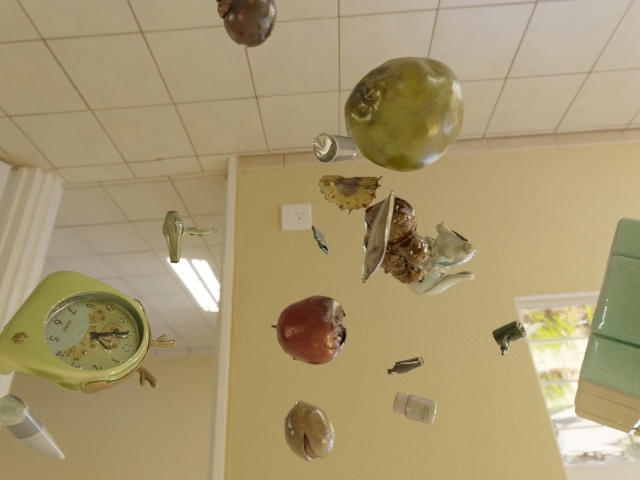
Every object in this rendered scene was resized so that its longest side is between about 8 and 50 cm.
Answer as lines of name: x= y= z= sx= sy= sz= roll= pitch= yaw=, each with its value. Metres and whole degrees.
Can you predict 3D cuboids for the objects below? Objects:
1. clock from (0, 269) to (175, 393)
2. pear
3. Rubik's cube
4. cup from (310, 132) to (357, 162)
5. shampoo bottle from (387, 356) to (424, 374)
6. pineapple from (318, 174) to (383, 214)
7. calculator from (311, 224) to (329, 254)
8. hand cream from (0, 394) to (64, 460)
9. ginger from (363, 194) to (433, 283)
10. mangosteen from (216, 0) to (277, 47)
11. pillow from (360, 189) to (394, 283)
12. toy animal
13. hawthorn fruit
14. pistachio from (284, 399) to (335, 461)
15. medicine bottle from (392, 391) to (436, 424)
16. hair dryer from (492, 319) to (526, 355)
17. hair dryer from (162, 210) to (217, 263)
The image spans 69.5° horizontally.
clock: x=-0.470 y=0.209 z=0.962 sx=0.308 sy=0.235 sz=0.096 roll=26 pitch=128 yaw=-13
pear: x=0.261 y=-0.373 z=1.403 sx=0.414 sy=0.351 sz=0.352 roll=-4 pitch=159 yaw=-48
Rubik's cube: x=0.651 y=0.189 z=0.802 sx=0.316 sy=0.321 sz=0.318 roll=13 pitch=158 yaw=32
cup: x=0.029 y=-0.246 z=1.205 sx=0.116 sy=0.104 sz=0.074 roll=-16 pitch=127 yaw=-54
shampoo bottle: x=0.266 y=0.399 z=1.461 sx=0.048 sy=0.027 sz=0.137 roll=45 pitch=132 yaw=-13
pineapple: x=0.112 y=-0.163 z=1.635 sx=0.233 sy=0.079 sz=0.135 roll=6 pitch=130 yaw=22
calculator: x=0.000 y=0.000 z=1.746 sx=0.019 sy=0.141 sz=0.094 roll=-37 pitch=127 yaw=14
hand cream: x=-0.567 y=0.377 z=0.906 sx=0.079 sy=0.048 sz=0.255 roll=28 pitch=141 yaw=13
ginger: x=0.238 y=-0.003 z=1.496 sx=0.153 sy=0.274 sz=0.357 roll=-17 pitch=146 yaw=-10
mangosteen: x=-0.160 y=-0.479 z=0.968 sx=0.140 sy=0.140 sz=0.140 roll=-3 pitch=151 yaw=-2
pillow: x=0.136 y=-0.009 z=1.089 sx=0.038 sy=0.232 sz=0.130 roll=19 pitch=142 yaw=-3
toy animal: x=0.453 y=0.082 z=1.790 sx=0.289 sy=0.249 sz=0.174 roll=-24 pitch=128 yaw=13
hawthorn fruit: x=-0.029 y=0.191 z=0.992 sx=0.172 sy=0.148 sz=0.148 roll=1 pitch=152 yaw=14
pistachio: x=-0.025 y=0.482 z=1.157 sx=0.125 sy=0.124 sz=0.184 roll=-9 pitch=130 yaw=9
medicine bottle: x=0.210 y=0.374 z=1.032 sx=0.089 sy=0.052 sz=0.052 roll=14 pitch=151 yaw=7
hair dryer: x=0.456 y=0.250 z=1.129 sx=0.071 sy=0.047 sz=0.150 roll=-36 pitch=176 yaw=31
hair dryer: x=-0.560 y=0.005 z=1.919 sx=0.225 sy=0.218 sz=0.088 roll=25 pitch=150 yaw=-24
